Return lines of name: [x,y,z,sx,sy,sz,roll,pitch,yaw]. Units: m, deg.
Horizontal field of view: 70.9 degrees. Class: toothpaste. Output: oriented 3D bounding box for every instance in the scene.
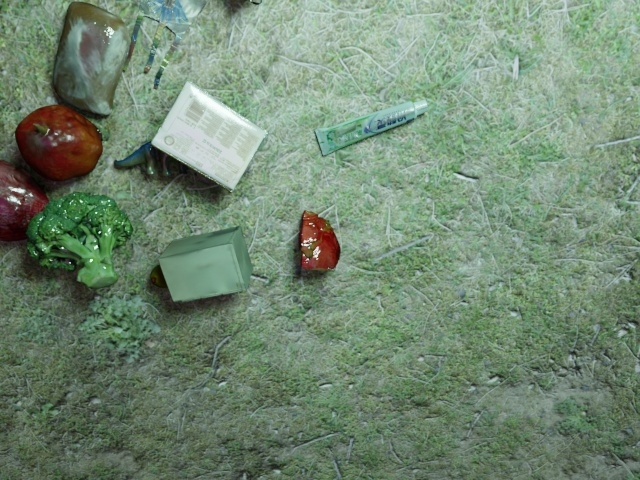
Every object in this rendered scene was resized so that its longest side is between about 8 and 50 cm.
toothpaste: [0.135,-0.306,1.189,0.297,0.048,0.074,-18,111,8]

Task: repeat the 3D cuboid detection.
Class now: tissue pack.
tissue pack: [-0.278,-0.258,1.131,0.225,0.124,0.184,31,96,-21]

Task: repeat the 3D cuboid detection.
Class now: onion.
onion: [-0.844,-0.088,1.212,0.284,0.120,0.226,13,115,-6]

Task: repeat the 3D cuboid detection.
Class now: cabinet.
cabinet: [-0.316,0.068,1.265,0.206,0.145,0.150,-12,110,4]

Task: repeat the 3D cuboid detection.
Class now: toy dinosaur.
toy dinosaur: [-0.435,-0.267,1.194,0.248,0.075,0.188,3,101,3]

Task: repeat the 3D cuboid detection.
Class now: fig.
fig: [-0.460,0.104,1.307,0.074,0.088,0.073,2,97,17]

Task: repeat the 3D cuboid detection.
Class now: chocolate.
chocolate: [-0.574,-0.439,1.098,0.157,0.080,0.253,23,109,-4]

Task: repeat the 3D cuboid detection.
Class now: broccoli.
broccoli: [-0.620,0.005,1.192,0.270,0.270,0.270,-36,74,12]

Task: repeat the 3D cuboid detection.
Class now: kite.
kite: [-0.398,-0.545,1.106,0.169,0.015,0.309,32,106,-10]

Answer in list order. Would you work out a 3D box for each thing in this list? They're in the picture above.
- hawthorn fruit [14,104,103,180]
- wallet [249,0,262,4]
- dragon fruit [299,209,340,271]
hawthorn fruit: [-0.642,-0.246,1.107,0.190,0.251,0.189,0,89,-19]
wallet: [-0.195,-0.708,0.958,0.335,0.068,0.274,39,75,-21]
dragon fruit: [0.000,0.001,1.262,0.127,0.120,0.160,-2,106,-6]
